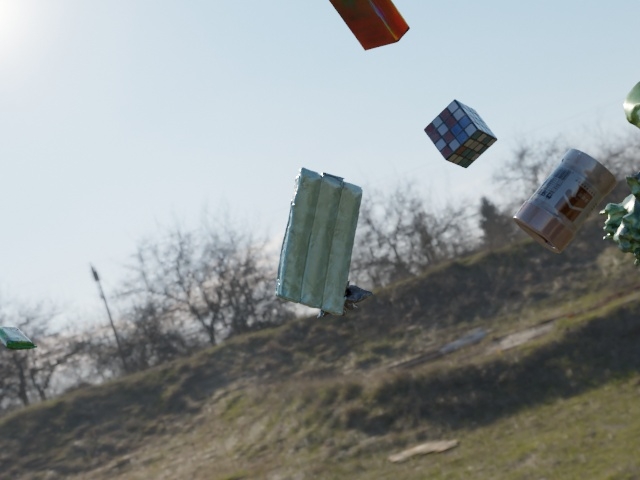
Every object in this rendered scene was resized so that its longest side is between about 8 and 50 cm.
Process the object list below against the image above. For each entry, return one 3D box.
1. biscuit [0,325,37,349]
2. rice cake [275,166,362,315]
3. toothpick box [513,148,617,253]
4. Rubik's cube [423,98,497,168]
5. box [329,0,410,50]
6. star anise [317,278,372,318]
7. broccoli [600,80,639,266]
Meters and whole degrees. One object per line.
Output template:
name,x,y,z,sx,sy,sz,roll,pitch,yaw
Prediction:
biscuit,-0.475,0.149,1.269,0.046,0.016,0.089,9,10,-41
rice cake,0.000,0.000,1.278,0.124,0.211,0.038,17,-8,-19
toothpick box,0.404,-0.065,1.360,0.149,0.098,0.098,-51,-10,1
Rubik's cube,0.285,-0.216,1.672,0.092,0.092,0.092,-44,-30,23
box,0.081,-0.454,1.577,0.048,0.175,0.112,-50,27,-20
star anise,0.046,0.115,1.711,0.129,0.124,0.056,-5,37,10
broccoli,0.561,-0.110,1.017,0.353,0.274,0.397,19,28,11
